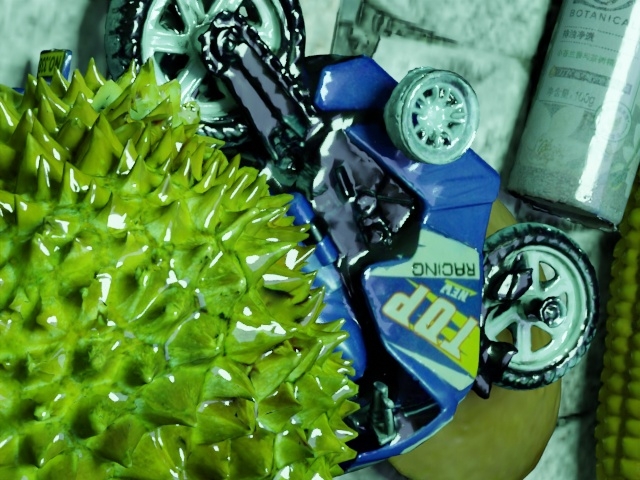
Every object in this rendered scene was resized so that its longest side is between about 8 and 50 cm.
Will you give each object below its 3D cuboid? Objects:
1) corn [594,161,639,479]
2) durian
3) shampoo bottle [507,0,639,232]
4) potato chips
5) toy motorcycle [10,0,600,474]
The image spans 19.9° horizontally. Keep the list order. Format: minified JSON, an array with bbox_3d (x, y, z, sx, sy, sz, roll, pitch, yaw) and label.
[{"bbox_3d":[0.225,0.017,1.035,0.120,0.120,0.363,2,97,-43],"label":"corn"},{"bbox_3d":[-0.086,0.060,0.700,0.200,0.176,0.237,-12,116,-19],"label":"durian"},{"bbox_3d":[0.159,-0.116,0.979,0.072,0.072,0.214,20,85,-43],"label":"shampoo bottle"},{"bbox_3d":[0.078,0.054,0.954,0.150,0.049,0.201,-40,125,-28],"label":"potato chips"},{"bbox_3d":[0.000,0.000,0.826,0.315,0.113,0.169,39,78,-27],"label":"toy motorcycle"}]
